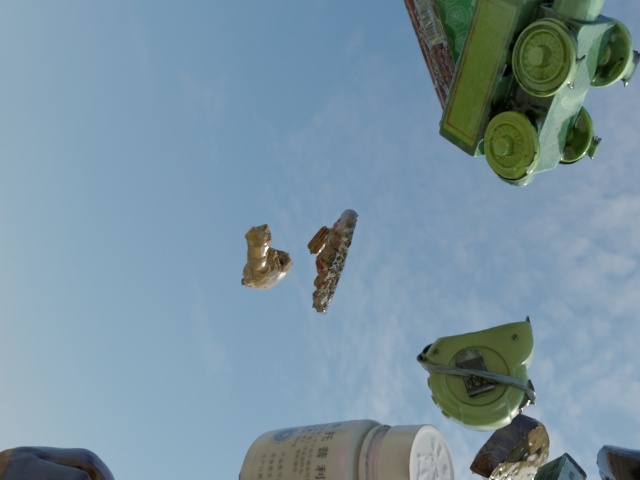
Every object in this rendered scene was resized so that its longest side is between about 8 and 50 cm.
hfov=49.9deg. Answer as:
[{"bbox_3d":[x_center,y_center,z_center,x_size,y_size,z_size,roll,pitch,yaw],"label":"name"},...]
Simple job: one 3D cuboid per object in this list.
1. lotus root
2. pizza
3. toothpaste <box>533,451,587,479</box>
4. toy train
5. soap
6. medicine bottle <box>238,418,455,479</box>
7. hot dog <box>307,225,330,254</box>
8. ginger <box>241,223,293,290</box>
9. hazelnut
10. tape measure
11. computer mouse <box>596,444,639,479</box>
[{"bbox_3d":[0.395,0.438,1.394,0.074,0.261,0.170,22,-109,41],"label":"lotus root"},{"bbox_3d":[0.019,0.037,1.207,0.185,0.052,0.195,-50,158,-78],"label":"pizza"},{"bbox_3d":[0.408,0.504,1.250,0.071,0.313,0.089,48,-56,8],"label":"toothpaste"},{"bbox_3d":[0.270,-0.205,0.888,0.188,0.159,0.272,46,-42,38],"label":"toy train"},{"bbox_3d":[0.240,-0.363,1.238,0.218,0.098,0.273,-121,-172,-78],"label":"soap"},{"bbox_3d":[0.037,0.353,1.013,0.293,0.170,0.170,-15,-96,32],"label":"medicine bottle"},{"bbox_3d":[0.000,0.000,1.624,0.037,0.021,0.083,45,-60,6],"label":"hot dog"},{"bbox_3d":[-0.094,0.034,1.255,0.165,0.096,0.067,101,-23,-48],"label":"ginger"},{"bbox_3d":[-0.402,0.395,0.946,0.217,0.251,0.217,1,-88,19],"label":"hazelnut"},{"bbox_3d":[0.266,0.226,1.146,0.106,0.200,0.175,61,20,-61],"label":"tape measure"},{"bbox_3d":[0.680,0.517,1.467,0.269,0.086,0.138,152,-72,-67],"label":"computer mouse"}]
